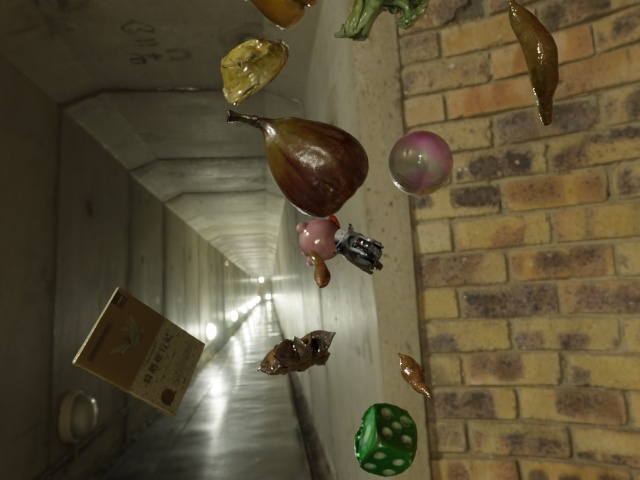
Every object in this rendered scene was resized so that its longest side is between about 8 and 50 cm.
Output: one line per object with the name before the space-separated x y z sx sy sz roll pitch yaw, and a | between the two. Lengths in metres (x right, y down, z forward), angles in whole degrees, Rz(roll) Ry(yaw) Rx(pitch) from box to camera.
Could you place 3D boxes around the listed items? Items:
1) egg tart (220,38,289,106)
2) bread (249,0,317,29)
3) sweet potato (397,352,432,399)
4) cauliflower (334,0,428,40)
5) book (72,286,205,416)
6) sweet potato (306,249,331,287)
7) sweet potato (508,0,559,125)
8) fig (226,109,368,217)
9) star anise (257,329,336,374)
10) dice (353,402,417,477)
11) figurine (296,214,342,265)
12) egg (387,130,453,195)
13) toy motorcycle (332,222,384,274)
egg tart | -0.190 -0.465 1.305 0.232 0.252 0.098 -13 -44 33
bread | -0.172 -0.868 1.510 0.245 0.424 0.329 -35 8 6
sweet potato | 0.285 0.407 1.445 0.068 0.068 0.226 -3 20 -13
cauliflower | 0.186 -0.717 1.425 0.260 0.281 0.327 7 25 -4
book | -0.455 0.294 1.284 0.021 0.217 0.310 -15 -46 38
sweet potato | -0.004 0.079 1.453 0.050 0.050 0.214 -3 24 -8
sweet potato | 0.571 -0.458 1.278 0.079 0.346 0.108 -21 21 11
fig | -0.049 -0.164 0.909 0.274 0.170 0.145 33 29 -7
star anise | -0.066 0.410 1.782 0.315 0.108 0.315 -13 -31 -8
dice | 0.159 0.485 1.197 0.120 0.128 0.131 22 35 -10
figurine | 0.000 0.000 1.886 0.173 0.173 0.173 -4 -4 0
egg | 0.295 -0.224 1.449 0.196 0.196 0.271 -4 10 3
toy motorcycle | 0.121 0.031 1.527 0.159 0.106 0.270 29 -9 13
